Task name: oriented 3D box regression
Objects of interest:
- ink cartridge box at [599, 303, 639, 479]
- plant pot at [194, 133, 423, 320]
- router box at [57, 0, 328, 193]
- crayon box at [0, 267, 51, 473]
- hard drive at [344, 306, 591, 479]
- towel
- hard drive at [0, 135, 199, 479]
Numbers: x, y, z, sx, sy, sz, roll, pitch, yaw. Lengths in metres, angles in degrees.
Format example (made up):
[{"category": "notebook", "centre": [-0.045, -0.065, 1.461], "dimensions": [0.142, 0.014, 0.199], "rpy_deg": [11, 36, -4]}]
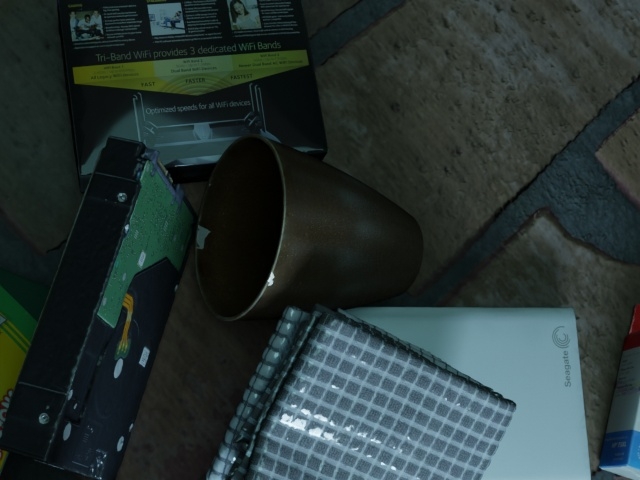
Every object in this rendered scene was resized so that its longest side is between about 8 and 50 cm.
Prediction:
[{"category": "ink cartridge box", "centre": [0.458, 0.201, 1.321], "dimensions": [0.134, 0.078, 0.231], "rpy_deg": [19, 73, -7]}, {"category": "plant pot", "centre": [0.000, 0.000, 1.221], "dimensions": [0.230, 0.215, 0.215], "rpy_deg": [9, 73, -32]}, {"category": "router box", "centre": [-0.163, -0.199, 1.289], "dimensions": [0.309, 0.081, 0.242], "rpy_deg": [-6, 78, -13]}, {"category": "crayon box", "centre": [-0.464, 0.154, 1.025], "dimensions": [0.313, 0.106, 0.362], "rpy_deg": [25, 45, -16]}, {"category": "hard drive", "centre": [0.156, 0.199, 1.275], "dimensions": [0.353, 0.047, 0.233], "rpy_deg": [1, 76, -12]}, {"category": "towel", "centre": [0.050, 0.220, 1.123], "dimensions": [0.284, 0.121, 0.235], "rpy_deg": [26, 91, -21]}, {"category": "hard drive", "centre": [-0.232, 0.084, 1.122], "dimensions": [0.064, 0.237, 0.338], "rpy_deg": [14, 74, 10]}]
